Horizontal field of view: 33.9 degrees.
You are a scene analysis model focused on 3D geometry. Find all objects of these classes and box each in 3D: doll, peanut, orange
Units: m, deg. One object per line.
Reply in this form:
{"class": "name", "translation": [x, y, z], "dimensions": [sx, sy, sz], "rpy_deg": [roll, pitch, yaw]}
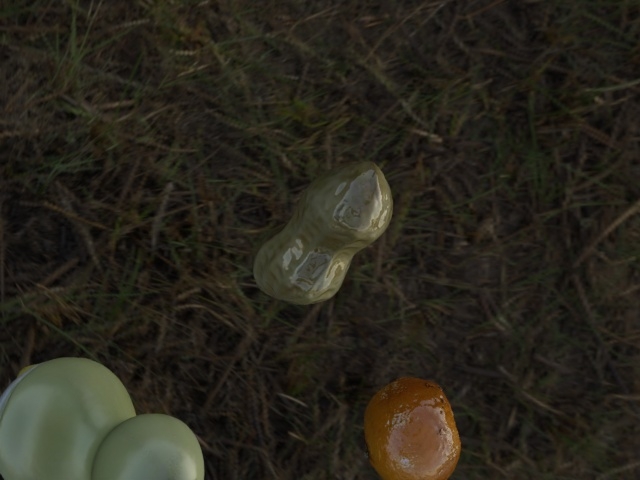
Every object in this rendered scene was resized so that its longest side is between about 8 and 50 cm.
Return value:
{"class": "doll", "translation": [-0.194, 0.190, 0.942], "dimensions": [0.117, 0.296, 0.141], "rpy_deg": [27, 81, -53]}
{"class": "peanut", "translation": [0.000, 0.000, 1.291], "dimensions": [0.111, 0.274, 0.125], "rpy_deg": [19, 50, -18]}
{"class": "orange", "translation": [0.149, 0.324, 1.752], "dimensions": [0.161, 0.193, 0.193], "rpy_deg": [-9, 93, 4]}
